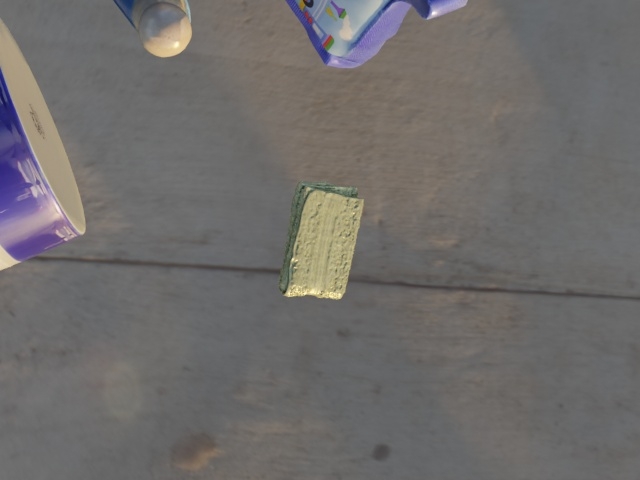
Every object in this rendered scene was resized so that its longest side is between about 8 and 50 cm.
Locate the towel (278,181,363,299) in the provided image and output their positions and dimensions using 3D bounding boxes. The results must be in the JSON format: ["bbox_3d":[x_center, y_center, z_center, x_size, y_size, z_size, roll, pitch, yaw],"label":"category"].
[{"bbox_3d":[0.000,0.000,1.563,0.110,0.027,0.148,6,94,-40],"label":"towel"}]

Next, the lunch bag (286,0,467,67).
[{"bbox_3d":[0.012,-0.254,0.714,0.138,0.221,0.293,-20,77,-26],"label":"lunch bag"}]

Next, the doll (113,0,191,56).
[{"bbox_3d":[-0.075,-0.107,0.355,0.046,0.189,0.129,-38,83,0],"label":"doll"}]

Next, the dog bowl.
[{"bbox_3d":[-0.349,-0.108,1.329,0.104,0.265,0.265,-22,97,-3],"label":"dog bowl"}]
